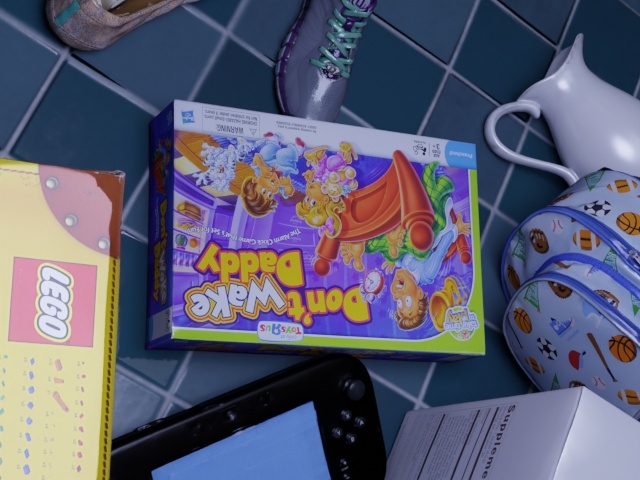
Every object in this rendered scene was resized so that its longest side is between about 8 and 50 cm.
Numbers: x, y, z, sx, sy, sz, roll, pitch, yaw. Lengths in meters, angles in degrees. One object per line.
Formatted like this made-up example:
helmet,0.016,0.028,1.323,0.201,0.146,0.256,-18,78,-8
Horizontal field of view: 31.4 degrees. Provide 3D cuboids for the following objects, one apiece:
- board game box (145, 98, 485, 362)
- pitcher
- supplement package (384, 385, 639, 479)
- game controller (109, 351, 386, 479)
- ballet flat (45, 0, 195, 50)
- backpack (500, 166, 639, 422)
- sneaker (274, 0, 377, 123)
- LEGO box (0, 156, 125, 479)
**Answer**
board game box,0.000,0.000,1.165,0.347,0.078,0.233,5,76,-26
pitcher,0.310,-0.112,1.340,0.178,0.125,0.207,-40,87,-8
supplement package,0.194,0.264,1.078,0.177,0.293,0.175,33,65,-18
game controller,-0.076,0.224,1.068,0.319,0.067,0.166,-20,97,-29
ballet flat,-0.135,-0.293,1.149,0.107,0.106,0.316,50,61,-8
backpack,0.315,0.068,1.218,0.213,0.276,0.263,-23,65,-31
sneaker,0.013,-0.223,1.213,0.083,0.098,0.223,18,70,-23
LEGO box,-0.292,0.222,0.793,0.193,0.372,0.500,7,75,-26
